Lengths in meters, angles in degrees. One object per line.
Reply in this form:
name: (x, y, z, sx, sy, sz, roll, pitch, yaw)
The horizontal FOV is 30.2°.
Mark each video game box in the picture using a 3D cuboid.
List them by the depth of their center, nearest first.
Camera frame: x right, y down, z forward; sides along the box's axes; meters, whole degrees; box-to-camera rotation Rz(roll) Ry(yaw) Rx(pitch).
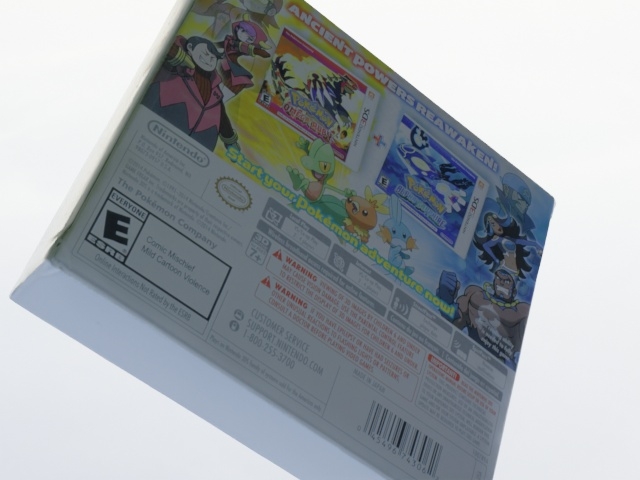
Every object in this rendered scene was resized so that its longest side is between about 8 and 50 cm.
video game box: (0.000, 0.000, 0.501, 0.048, 0.205, 0.187, -32, -152, 49)
